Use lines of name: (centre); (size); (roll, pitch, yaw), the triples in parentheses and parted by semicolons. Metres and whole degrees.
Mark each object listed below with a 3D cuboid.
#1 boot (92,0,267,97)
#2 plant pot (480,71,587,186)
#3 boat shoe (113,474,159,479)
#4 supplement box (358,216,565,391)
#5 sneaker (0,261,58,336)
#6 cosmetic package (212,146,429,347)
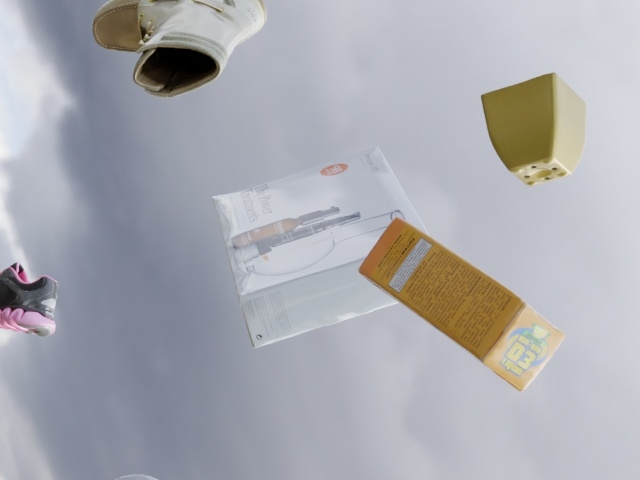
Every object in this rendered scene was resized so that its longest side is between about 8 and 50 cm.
boot: (-0.182, -0.220, 1.741); (0.165, 0.213, 0.077); (-62, 145, -52)
plant pot: (0.212, -0.102, 1.525); (0.081, 0.081, 0.083); (31, 49, -51)
boat shoe: (-0.145, 0.274, 0.948); (0.096, 0.267, 0.088); (-6, -45, 31)
supplement box: (0.137, 0.060, 1.567); (0.078, 0.080, 0.233); (36, -2, -37)
sneaker: (-0.269, 0.045, 1.317); (0.047, 0.119, 0.057); (34, 66, -62)
cosmetic package: (0.000, 0.000, 2.347); (0.377, 0.284, 0.097); (-113, -171, -65)
